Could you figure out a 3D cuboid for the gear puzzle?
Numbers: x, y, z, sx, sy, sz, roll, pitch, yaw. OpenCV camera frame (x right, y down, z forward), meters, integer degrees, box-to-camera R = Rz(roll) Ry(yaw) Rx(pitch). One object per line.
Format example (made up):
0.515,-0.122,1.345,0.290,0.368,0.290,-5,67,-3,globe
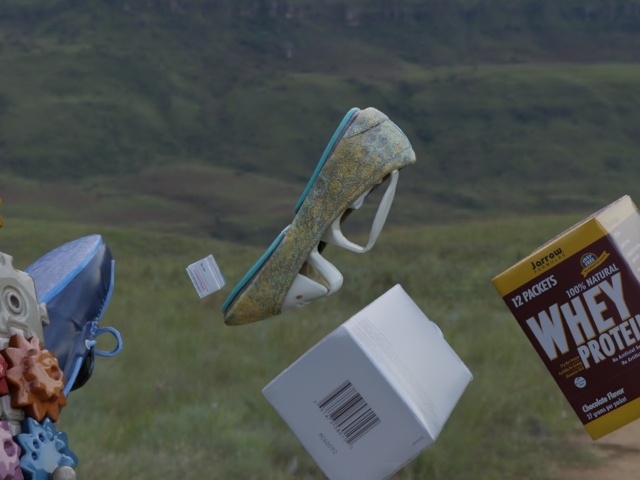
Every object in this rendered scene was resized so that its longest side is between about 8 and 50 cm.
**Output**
-0.281,0.072,0.927,0.044,0.339,0.175,-24,-23,16,gear puzzle

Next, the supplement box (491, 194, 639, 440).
0.310,0.075,1.114,0.129,0.194,0.191,-35,-7,26,supplement box

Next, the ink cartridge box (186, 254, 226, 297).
-0.157,0.049,1.439,0.028,0.048,0.083,-27,3,4,ink cartridge box

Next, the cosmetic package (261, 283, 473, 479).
0.083,0.202,1.484,0.155,0.197,0.365,-41,-7,15,cosmetic package

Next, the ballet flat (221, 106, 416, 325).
0.000,0.000,1.287,0.123,0.348,0.123,29,22,-13,ballet flat

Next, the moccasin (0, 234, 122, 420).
-0.302,0.122,1.109,0.137,0.117,0.342,-18,27,26,moccasin
